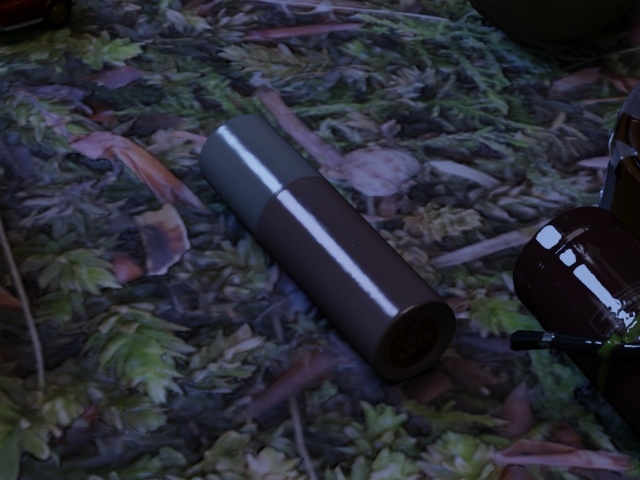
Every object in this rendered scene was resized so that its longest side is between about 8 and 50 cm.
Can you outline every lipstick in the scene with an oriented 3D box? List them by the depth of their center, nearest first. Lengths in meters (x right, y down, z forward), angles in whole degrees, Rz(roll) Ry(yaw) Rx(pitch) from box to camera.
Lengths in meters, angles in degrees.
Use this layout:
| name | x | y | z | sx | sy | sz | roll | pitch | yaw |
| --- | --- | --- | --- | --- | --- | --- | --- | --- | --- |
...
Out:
| name | x | y | z | sx | sy | sz | roll | pitch | yaw |
| --- | --- | --- | --- | --- | --- | --- | --- | --- | --- |
| lipstick | 0.000 | 0.000 | 1.339 | 0.070 | 0.070 | 0.254 | -17 | 43 | -27 |

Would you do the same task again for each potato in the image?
| name | x | y | z | sx | sy | sz | roll | pitch | yaw |
| --- | --- | --- | --- | --- | --- | --- | --- | --- | --- |
| potato | 0.217 | -0.263 | 1.655 | 0.235 | 0.160 | 0.178 | -12 | 65 | -38 |

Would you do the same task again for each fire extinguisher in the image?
| name | x | y | z | sx | sy | sz | roll | pitch | yaw |
| --- | --- | --- | --- | --- | --- | --- | --- | --- | --- |
| fire extinguisher | 0.243 | 0.112 | 1.206 | 0.141 | 0.105 | 0.341 | -24 | 44 | -13 |

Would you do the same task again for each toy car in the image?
| name | x | y | z | sx | sy | sz | roll | pitch | yaw |
| --- | --- | --- | --- | --- | --- | --- | --- | --- | --- |
| toy car | -0.287 | -0.243 | 1.582 | 0.112 | 0.112 | 0.139 | 34 | 44 | 31 |

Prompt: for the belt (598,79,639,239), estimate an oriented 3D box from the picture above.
| name | x | y | z | sx | sy | sz | roll | pitch | yaw |
| --- | --- | --- | --- | --- | --- | --- | --- | --- | --- |
| belt | 0.324 | -0.058 | 1.435 | 0.184 | 0.105 | 0.261 | 29 | 43 | 29 |
